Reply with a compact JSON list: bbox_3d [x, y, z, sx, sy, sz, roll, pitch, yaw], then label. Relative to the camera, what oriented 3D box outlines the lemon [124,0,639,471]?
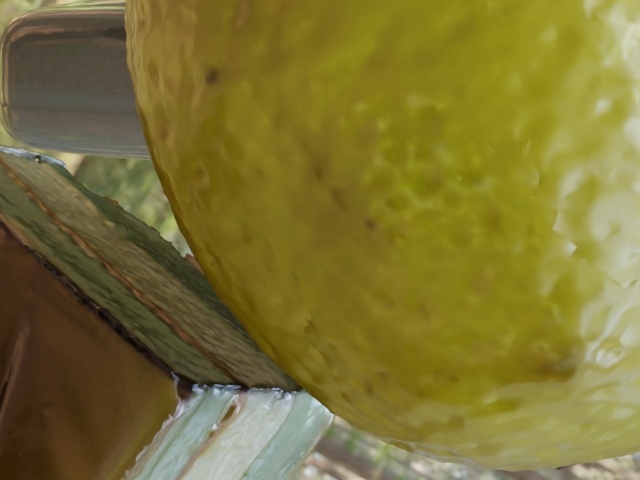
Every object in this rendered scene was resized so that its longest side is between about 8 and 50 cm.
[{"bbox_3d":[0.079,-0.068,0.645,0.336,0.336,0.336,-57,-170,15],"label":"lemon"}]

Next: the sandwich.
[{"bbox_3d":[-0.147,0.090,0.790,0.155,0.227,0.198,14,112,-56],"label":"sandwich"}]

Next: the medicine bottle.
[{"bbox_3d":[-0.060,-0.139,1.201,0.375,0.282,0.123,-16,110,-57],"label":"medicine bottle"}]

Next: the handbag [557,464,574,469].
[{"bbox_3d":[0.127,-0.004,0.884,0.127,0.213,0.235,-14,143,-37],"label":"handbag"}]
